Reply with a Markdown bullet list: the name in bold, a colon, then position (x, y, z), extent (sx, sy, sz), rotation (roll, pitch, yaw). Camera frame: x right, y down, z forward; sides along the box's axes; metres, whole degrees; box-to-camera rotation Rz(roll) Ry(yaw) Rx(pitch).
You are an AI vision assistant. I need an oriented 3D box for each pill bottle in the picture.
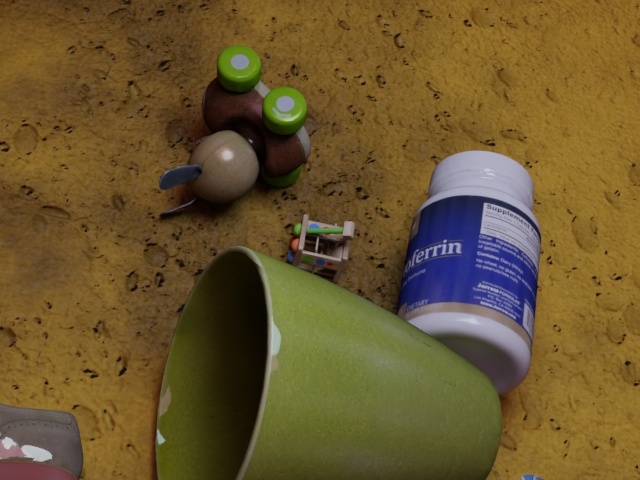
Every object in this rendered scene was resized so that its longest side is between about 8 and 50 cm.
- **pill bottle**: position (0.172, 0.034, 1.417), extent (0.153, 0.153, 0.264), rotation (16, 52, -4)

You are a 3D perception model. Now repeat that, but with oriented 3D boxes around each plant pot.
- **plant pot**: position (0.023, 0.169, 1.236), extent (0.294, 0.275, 0.274), rotation (14, 52, -24)

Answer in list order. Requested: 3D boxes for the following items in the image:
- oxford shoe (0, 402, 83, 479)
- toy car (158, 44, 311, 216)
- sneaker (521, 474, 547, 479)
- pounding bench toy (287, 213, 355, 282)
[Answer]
- **oxford shoe**: position (-0.399, 0.201, 1.183), extent (0.348, 0.123, 0.130), rotation (12, 41, -15)
- **toy car**: position (-0.120, -0.102, 1.449), extent (0.188, 0.155, 0.149), rotation (-40, 72, -20)
- **sneaker**: position (0.181, 0.318, 1.277), extent (0.211, 0.080, 0.081), rotation (-29, 45, -31)
- **pounding bench toy**: position (0.000, 0.000, 1.438), extent (0.065, 0.083, 0.052), rotation (13, 54, -6)
